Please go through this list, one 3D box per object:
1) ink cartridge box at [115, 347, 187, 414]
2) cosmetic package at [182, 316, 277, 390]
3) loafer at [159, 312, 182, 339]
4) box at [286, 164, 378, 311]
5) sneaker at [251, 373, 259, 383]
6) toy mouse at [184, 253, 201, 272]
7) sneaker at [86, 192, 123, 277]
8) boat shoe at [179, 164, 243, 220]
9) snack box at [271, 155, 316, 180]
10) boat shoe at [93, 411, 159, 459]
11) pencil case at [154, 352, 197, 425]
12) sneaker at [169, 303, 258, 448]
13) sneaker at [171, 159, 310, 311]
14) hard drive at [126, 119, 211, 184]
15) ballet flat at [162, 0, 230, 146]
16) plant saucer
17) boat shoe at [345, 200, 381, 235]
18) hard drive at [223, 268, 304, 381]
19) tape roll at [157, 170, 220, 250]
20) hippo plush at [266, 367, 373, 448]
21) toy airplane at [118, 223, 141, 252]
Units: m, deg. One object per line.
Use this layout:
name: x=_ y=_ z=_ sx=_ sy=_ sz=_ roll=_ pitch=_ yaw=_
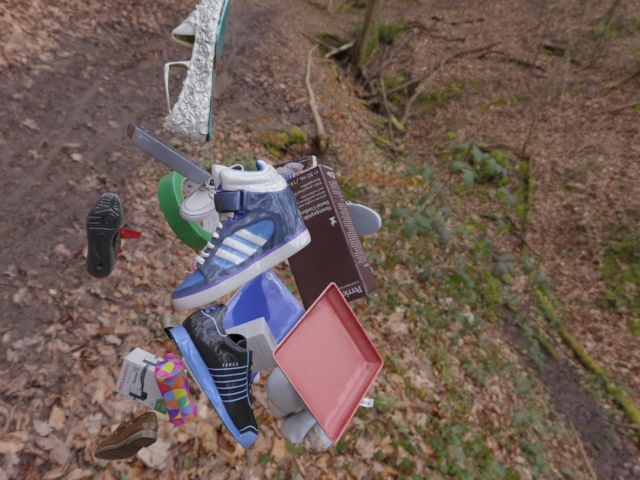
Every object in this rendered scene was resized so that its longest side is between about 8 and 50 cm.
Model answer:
ink cartridge box: x=-0.604 y=0.499 z=1.681 sx=0.208 sy=0.153 sz=0.087 roll=23 pitch=16 yaw=5
cosmetic package: x=-0.237 y=0.305 z=1.269 sx=0.085 sy=0.231 sz=0.117 roll=-105 pitch=173 yaw=-67
loafer: x=-0.420 y=0.272 z=1.380 sx=0.148 sy=0.056 sz=0.050 roll=53 pitch=13 yaw=-38
box: x=0.000 y=0.000 z=1.341 sx=0.382 sy=0.191 sz=0.143 roll=69 pitch=19 yaw=4
sneaker: x=-0.346 y=0.466 z=1.902 sx=0.153 sy=0.269 sz=0.101 roll=-15 pitch=1 yaw=-27
toy mouse: x=-0.336 y=0.074 z=1.434 sx=0.160 sy=0.143 sz=0.031 roll=9 pitch=8 yaw=8
sneaker: x=-0.576 y=-0.027 z=1.262 sx=0.087 sy=0.228 sz=0.130 roll=5 pitch=19 yaw=-22
boat shoe: x=-0.338 y=-0.159 z=1.502 sx=0.096 sy=0.088 sz=0.267 roll=39 pitch=50 yaw=15
snack box: x=-0.093 y=-0.211 z=1.460 sx=0.178 sy=0.064 sz=0.022 roll=-9 pitch=-6 yaw=28
boat shoe: x=-0.712 y=0.728 z=1.755 sx=0.111 sy=0.307 sz=0.104 roll=44 pitch=27 yaw=-42
pencil case: x=-0.475 y=0.495 z=1.559 sx=0.104 sy=0.236 sz=0.104 roll=-4 pitch=25 yaw=2
sneaker: x=-0.133 y=0.205 z=0.711 sx=0.090 sy=0.232 sz=0.081 roll=-31 pitch=22 yaw=-21
sneaker: x=-0.199 y=-0.028 z=0.967 sx=0.236 sy=0.322 sz=0.130 roll=62 pitch=-12 yaw=-8
hard drive: x=-0.463 y=-0.263 z=1.434 sx=0.254 sy=0.054 sz=0.172 roll=33 pitch=3 yaw=-35
ballet flat: x=-0.305 y=-0.435 z=1.145 sx=0.146 sy=0.409 sz=0.147 roll=7 pitch=-6 yaw=1
plant saucer: x=0.016 y=0.272 z=1.082 sx=0.258 sy=0.047 sz=0.259 roll=58 pitch=44 yaw=-14
boat shoe: x=0.081 y=-0.083 z=1.663 sx=0.306 sy=0.113 sz=0.105 roll=2 pitch=16 yaw=31
hard drive: x=-0.201 y=0.252 z=1.439 sx=0.210 sy=0.040 sz=0.319 roll=52 pitch=50 yaw=-15
tape roll: x=-0.488 y=-0.120 z=1.816 sx=0.321 sy=0.077 sz=0.321 roll=60 pitch=15 yaw=-27
hippo plush: x=-0.018 y=0.414 z=1.213 sx=0.294 sy=0.234 sz=0.236 roll=-3 pitch=-20 yaw=10
toy airplane: x=-0.714 y=-0.005 z=1.664 sx=0.151 sy=0.151 sz=0.028 roll=6 pitch=42 yaw=-45
